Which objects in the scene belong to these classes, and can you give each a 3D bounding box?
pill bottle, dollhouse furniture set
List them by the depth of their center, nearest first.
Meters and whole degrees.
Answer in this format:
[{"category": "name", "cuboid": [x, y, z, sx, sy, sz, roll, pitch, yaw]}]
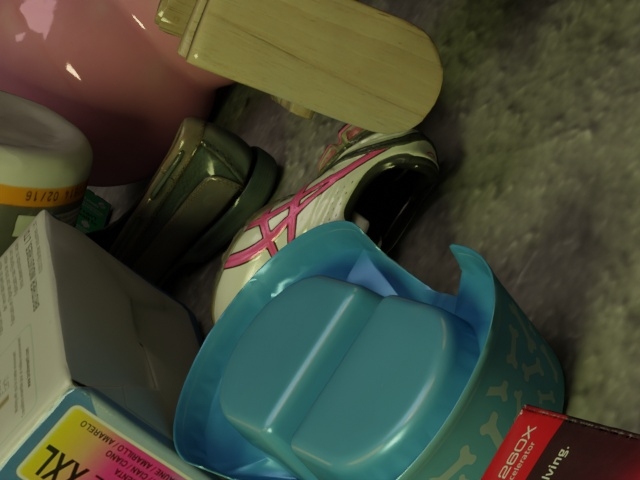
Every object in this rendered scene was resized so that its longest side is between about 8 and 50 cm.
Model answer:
[{"category": "dollhouse furniture set", "cuboid": [0.083, -0.258, 1.271, 0.362, 0.256, 0.394, -131, 62, -78]}, {"category": "pill bottle", "cuboid": [-0.277, 0.034, 1.421, 0.162, 0.162, 0.278, -120, 46, -65]}]

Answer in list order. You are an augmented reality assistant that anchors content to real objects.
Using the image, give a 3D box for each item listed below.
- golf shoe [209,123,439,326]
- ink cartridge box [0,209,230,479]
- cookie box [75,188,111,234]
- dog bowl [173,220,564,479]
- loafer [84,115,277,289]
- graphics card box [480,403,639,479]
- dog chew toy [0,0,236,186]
[{"category": "golf shoe", "cuboid": [0.000, 0.000, 1.217, 0.186, 0.067, 0.086, -50, 25, 6]}, {"category": "ink cartridge box", "cuboid": [-0.243, 0.206, 1.268, 0.395, 0.151, 0.270, -46, 24, 10]}, {"category": "cookie box", "cuboid": [-0.229, 0.016, 1.642, 0.092, 0.040, 0.107, -35, 29, 35]}, {"category": "dog bowl", "cuboid": [0.024, 0.083, 1.051, 0.166, 0.074, 0.297, -57, 25, -9]}, {"category": "loafer", "cuboid": [-0.149, 0.004, 1.459, 0.267, 0.084, 0.096, -41, 26, 24]}, {"category": "graphics card box", "cuboid": [0.137, 0.197, 0.666, 0.233, 0.094, 0.371, -57, 25, -11]}, {"category": "dog chew toy", "cuboid": [-0.119, -0.194, 1.560, 0.332, 0.206, 0.207, -38, 26, 11]}]
